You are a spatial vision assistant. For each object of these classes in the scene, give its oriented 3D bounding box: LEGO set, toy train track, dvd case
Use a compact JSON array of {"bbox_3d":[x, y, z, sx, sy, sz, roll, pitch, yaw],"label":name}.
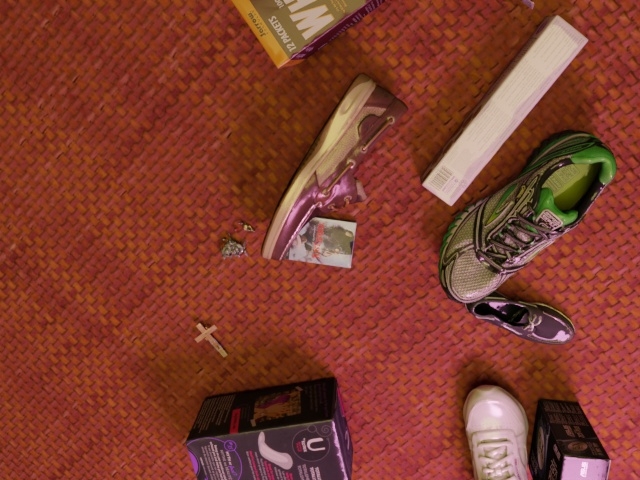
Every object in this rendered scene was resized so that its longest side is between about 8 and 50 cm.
[{"bbox_3d":[-0.152,0.005,1.142,0.054,0.023,0.083,17,108,0],"label":"LEGO set"},{"bbox_3d":[-0.204,0.186,1.209,0.048,0.014,0.083,-36,106,7],"label":"toy train track"},{"bbox_3d":[0.000,0.000,1.132,0.120,0.013,0.087,9,107,4],"label":"dvd case"}]

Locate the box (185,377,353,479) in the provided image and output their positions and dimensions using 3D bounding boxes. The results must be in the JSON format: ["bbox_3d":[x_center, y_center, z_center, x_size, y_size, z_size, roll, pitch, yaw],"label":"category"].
[{"bbox_3d":[-0.087,0.376,1.184,0.270,0.143,0.165,-10,107,8],"label":"box"}]

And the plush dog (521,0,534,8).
[{"bbox_3d":[0.281,-0.475,0.876,0.211,0.262,0.225,16,122,-34],"label":"plush dog"}]

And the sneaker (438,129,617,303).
[{"bbox_3d":[0.315,-0.034,1.014,0.134,0.146,0.343,38,104,-4],"label":"sneaker"}]

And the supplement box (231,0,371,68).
[{"bbox_3d":[-0.006,-0.362,0.931,0.194,0.191,0.129,-33,101,14],"label":"supplement box"}]

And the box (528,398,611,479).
[{"bbox_3d":[0.427,0.388,1.117,0.078,0.180,0.147,4,107,5],"label":"box"}]

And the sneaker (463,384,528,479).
[{"bbox_3d":[0.331,0.408,1.149,0.114,0.152,0.305,-11,104,11],"label":"sneaker"}]

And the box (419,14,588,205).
[{"bbox_3d":[0.282,-0.201,1.017,0.067,0.063,0.324,34,107,-6],"label":"box"}]

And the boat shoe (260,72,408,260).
[{"bbox_3d":[0.022,-0.097,1.048,0.123,0.123,0.342,31,99,-6],"label":"boat shoe"}]

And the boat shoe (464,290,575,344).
[{"bbox_3d":[0.347,0.139,1.111,0.206,0.065,0.075,22,109,-1],"label":"boat shoe"}]
